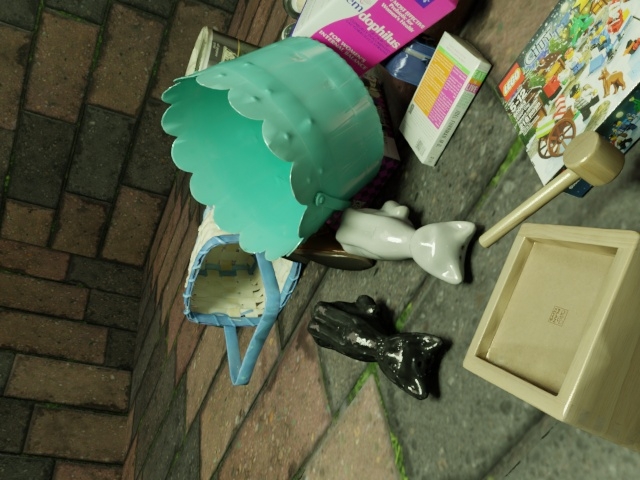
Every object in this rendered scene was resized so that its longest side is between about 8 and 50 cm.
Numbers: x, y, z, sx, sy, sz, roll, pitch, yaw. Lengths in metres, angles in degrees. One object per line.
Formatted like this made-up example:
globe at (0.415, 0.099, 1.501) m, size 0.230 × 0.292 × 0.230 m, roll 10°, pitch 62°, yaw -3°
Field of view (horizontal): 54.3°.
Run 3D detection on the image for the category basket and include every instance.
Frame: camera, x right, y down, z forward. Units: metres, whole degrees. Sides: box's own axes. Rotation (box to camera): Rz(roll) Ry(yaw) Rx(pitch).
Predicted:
basket at (-0.139, 0.080, 1.130) m, size 0.288 × 0.201 × 0.254 m, roll -102°, pitch 29°, yaw -42°

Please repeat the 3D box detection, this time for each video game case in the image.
video game case at (0.043, -0.123, 1.033) m, size 0.232 × 0.042 × 0.210 m, roll -56°, pitch 30°, yaw 41°

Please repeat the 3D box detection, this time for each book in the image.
book at (0.156, -0.181, 0.805) m, size 0.144 × 0.035 × 0.096 m, roll -63°, pitch 27°, yaw 30°

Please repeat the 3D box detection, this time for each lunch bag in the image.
lunch bag at (0.130, -0.257, 0.867) m, size 0.098 × 0.067 × 0.065 m, roll -113°, pitch 42°, yaw -58°

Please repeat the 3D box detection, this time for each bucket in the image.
bucket at (-0.061, -0.130, 0.855) m, size 0.183 × 0.281 × 0.281 m, roll -36°, pitch 2°, yaw -29°

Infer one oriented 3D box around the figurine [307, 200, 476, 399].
figurine at (0.091, 0.060, 0.752) m, size 0.209 × 0.092 × 0.214 m, roll 19°, pitch 93°, yaw 61°

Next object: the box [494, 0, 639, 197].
box at (0.255, -0.173, 0.532) m, size 0.159 × 0.044 × 0.233 m, roll -97°, pitch 30°, yaw -44°

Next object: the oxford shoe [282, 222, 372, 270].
oxford shoe at (0.000, 0.000, 0.959) m, size 0.212 × 0.076 × 0.076 m, roll 11°, pitch 76°, yaw 46°

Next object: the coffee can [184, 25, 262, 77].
coffee can at (-0.123, -0.274, 1.226) m, size 0.201 × 0.276 × 0.201 m, roll -166°, pitch 90°, yaw -69°

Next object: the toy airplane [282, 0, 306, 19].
toy airplane at (0.056, -0.541, 0.963) m, size 0.384 × 0.273 × 0.385 m, roll 111°, pitch 140°, yaw -74°

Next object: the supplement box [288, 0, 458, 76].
supplement box at (0.074, -0.320, 0.827) m, size 0.220 × 0.111 × 0.113 m, roll -25°, pitch 39°, yaw 50°

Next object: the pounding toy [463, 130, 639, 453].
pounding toy at (0.202, 0.027, 0.480) m, size 0.206 × 0.094 × 0.181 m, roll -66°, pitch 16°, yaw -3°

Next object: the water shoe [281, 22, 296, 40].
water shoe at (0.003, -0.298, 1.125) m, size 0.203 × 0.073 × 0.080 m, roll 60°, pitch 177°, yaw 0°

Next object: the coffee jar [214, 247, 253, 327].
coffee jar at (-0.210, 0.108, 1.438) m, size 0.184 × 0.096 × 0.079 m, roll -68°, pitch 25°, yaw 19°
